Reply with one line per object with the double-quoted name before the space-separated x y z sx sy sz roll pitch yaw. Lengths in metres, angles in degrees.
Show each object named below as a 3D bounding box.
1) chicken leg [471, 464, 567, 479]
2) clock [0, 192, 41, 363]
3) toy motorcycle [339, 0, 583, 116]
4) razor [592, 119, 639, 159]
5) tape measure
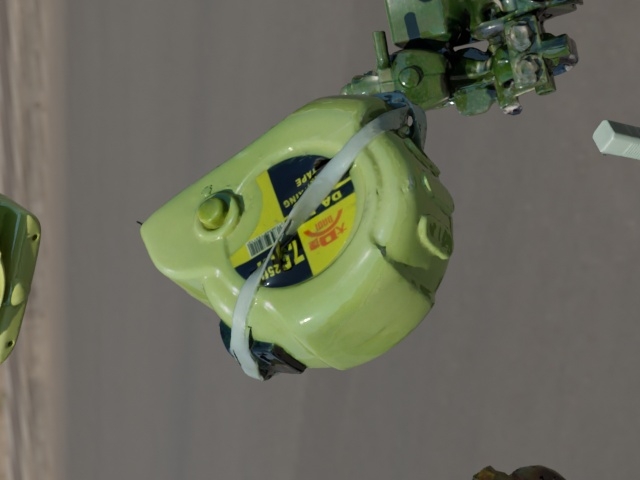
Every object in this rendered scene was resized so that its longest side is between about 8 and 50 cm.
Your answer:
"chicken leg" 0.123 0.329 1.163 0.211 0.140 0.361 25 -134 -53
"clock" -0.364 0.048 1.520 0.069 0.232 0.170 30 115 32
"toy motorcycle" 0.129 -0.212 1.602 0.127 0.275 0.205 9 -111 -68
"razor" 0.406 -0.087 1.826 0.056 0.278 0.111 -49 44 30
"tape measure" 0.000 0.000 1.075 0.106 0.200 0.175 44 -166 -51
